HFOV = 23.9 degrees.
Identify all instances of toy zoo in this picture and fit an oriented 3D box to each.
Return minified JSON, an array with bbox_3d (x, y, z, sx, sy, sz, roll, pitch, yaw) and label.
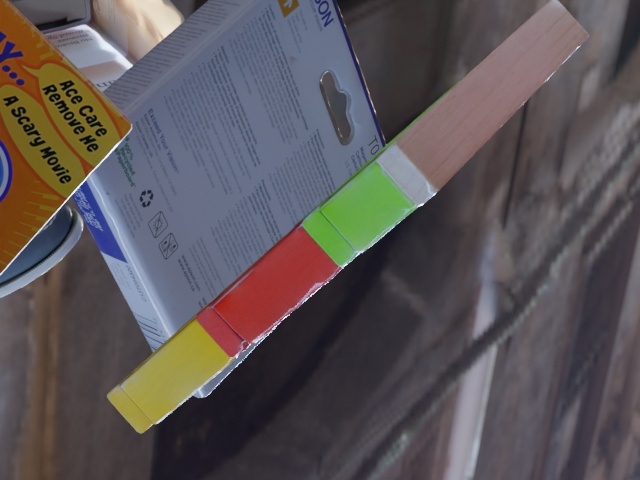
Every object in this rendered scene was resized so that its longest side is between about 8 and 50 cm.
[{"bbox_3d":[0.000,0.000,0.790,0.030,0.293,0.192,48,-140,-1],"label":"toy zoo"}]

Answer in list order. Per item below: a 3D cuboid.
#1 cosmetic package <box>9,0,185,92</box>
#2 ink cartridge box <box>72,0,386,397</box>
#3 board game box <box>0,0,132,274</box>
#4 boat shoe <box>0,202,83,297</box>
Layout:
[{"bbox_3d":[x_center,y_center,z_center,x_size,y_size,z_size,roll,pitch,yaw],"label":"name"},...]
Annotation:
[{"bbox_3d":[-0.246,-0.210,1.519,0.153,0.129,0.296,-11,165,13],"label":"cosmetic package"},{"bbox_3d":[-0.080,-0.067,1.496,0.071,0.324,0.330,19,-127,40],"label":"ink cartridge box"},{"bbox_3d":[-0.430,-0.091,1.136,0.356,0.356,0.356,45,169,-24],"label":"board game box"},{"bbox_3d":[-0.384,0.000,1.413,0.319,0.099,0.116,-11,-140,9],"label":"boat shoe"}]
